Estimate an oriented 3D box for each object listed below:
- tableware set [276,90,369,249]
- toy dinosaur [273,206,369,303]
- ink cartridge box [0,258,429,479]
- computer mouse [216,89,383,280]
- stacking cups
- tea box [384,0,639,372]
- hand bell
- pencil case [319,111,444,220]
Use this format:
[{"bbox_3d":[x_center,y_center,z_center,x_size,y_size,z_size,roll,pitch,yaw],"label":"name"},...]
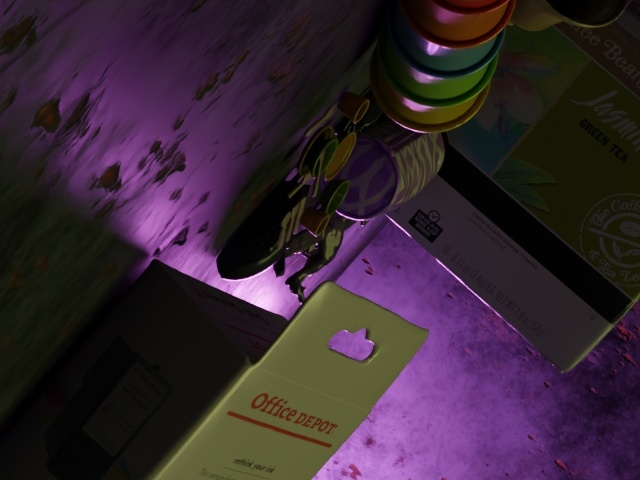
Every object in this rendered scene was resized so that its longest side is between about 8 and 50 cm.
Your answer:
[{"bbox_3d":[0.010,-0.060,1.499,0.104,0.024,0.154,-46,160,-40],"label":"tableware set"},{"bbox_3d":[0.000,0.000,2.046,0.268,0.064,0.118,-42,166,-44],"label":"toy dinosaur"},{"bbox_3d":[-0.103,0.146,1.305,0.353,0.119,0.207,-49,151,6],"label":"ink cartridge box"},{"bbox_3d":[-0.003,-0.052,1.580,0.242,0.041,0.071,-49,176,-12],"label":"computer mouse"},{"bbox_3d":[0.088,-0.152,1.227,0.096,0.096,0.316,-48,175,-8],"label":"stacking cups"},{"bbox_3d":[0.260,-0.100,1.934,0.323,0.329,0.220,-52,175,23],"label":"tea box"},{"bbox_3d":[0.174,-0.215,1.731,0.126,0.126,0.242,-46,-172,-35],"label":"hand bell"},{"bbox_3d":[0.066,-0.077,1.766,0.088,0.086,0.206,-42,179,22],"label":"pencil case"}]
